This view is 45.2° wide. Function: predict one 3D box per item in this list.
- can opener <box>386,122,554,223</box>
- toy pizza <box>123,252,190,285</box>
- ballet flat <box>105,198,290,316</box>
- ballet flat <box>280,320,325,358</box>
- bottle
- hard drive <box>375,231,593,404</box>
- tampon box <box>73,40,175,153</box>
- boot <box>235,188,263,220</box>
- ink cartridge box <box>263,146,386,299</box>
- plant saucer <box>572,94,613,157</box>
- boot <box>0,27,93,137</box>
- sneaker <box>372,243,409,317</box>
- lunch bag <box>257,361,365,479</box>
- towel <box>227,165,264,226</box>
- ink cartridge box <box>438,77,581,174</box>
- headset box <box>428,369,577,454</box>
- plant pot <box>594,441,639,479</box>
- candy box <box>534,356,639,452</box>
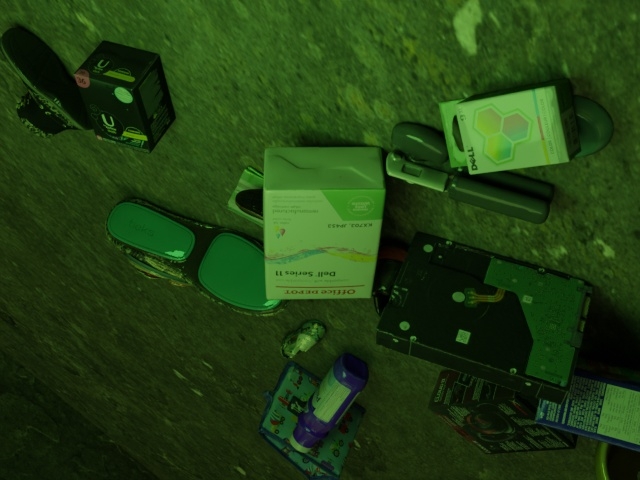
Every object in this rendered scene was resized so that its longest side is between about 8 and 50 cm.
[{"bbox_3d":[0.238,-0.104,1.241,0.280,0.074,0.093,21,146,8],"label":"can opener"},{"bbox_3d":[-0.381,0.072,1.846,0.201,0.032,0.201,24,-175,-2],"label":"toy pizza"},{"bbox_3d":[-0.260,0.042,1.744,0.483,0.164,0.182,23,169,16],"label":"ballet flat"},{"bbox_3d":[-0.048,0.260,1.949,0.070,0.070,0.188,33,146,-10],"label":"ballet flat"},{"bbox_3d":[0.017,0.422,1.966,0.092,0.118,0.282,30,111,-7],"label":"bottle"},{"bbox_3d":[0.295,0.132,1.380,0.339,0.236,0.064,16,146,15],"label":"hard drive"},{"bbox_3d":[-0.354,-0.260,1.405,0.121,0.101,0.161,16,145,15],"label":"tampon box"},{"bbox_3d":[-0.069,-0.030,1.521,0.219,0.082,0.106,17,143,-6],"label":"boot"},{"bbox_3d":[0.000,0.000,1.404,0.207,0.119,0.353,-1,137,-3],"label":"ink cartridge box"},{"bbox_3d":[0.364,-0.160,1.124,0.119,0.021,0.119,18,147,12],"label":"plant saucer"},{"bbox_3d":[-0.567,-0.297,1.519,0.179,0.085,0.236,-6,136,43],"label":"boot"},{"bbox_3d":[0.180,0.134,1.555,0.098,0.135,0.276,-7,136,38],"label":"sneaker"},{"bbox_3d":[-0.049,0.494,2.129,0.293,0.221,0.138,41,144,-22],"label":"lunch bag"},{"bbox_3d":[-0.122,-0.085,1.569,0.113,0.023,0.152,28,145,-6],"label":"towel"},{"bbox_3d":[0.261,-0.160,1.119,0.209,0.062,0.108,-4,108,38],"label":"ink cartridge box"},{"bbox_3d":[0.410,0.387,1.767,0.218,0.110,0.293,40,145,-19],"label":"headset box"},{"bbox_3d":[0.698,0.486,1.609,0.254,0.254,0.239,16,162,16],"label":"plant pot"},{"bbox_3d":[0.579,0.306,1.414,0.317,0.122,0.268,13,-178,22],"label":"candy box"}]
